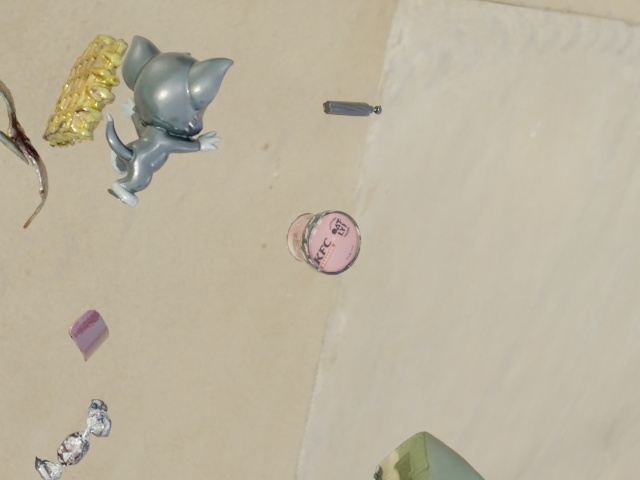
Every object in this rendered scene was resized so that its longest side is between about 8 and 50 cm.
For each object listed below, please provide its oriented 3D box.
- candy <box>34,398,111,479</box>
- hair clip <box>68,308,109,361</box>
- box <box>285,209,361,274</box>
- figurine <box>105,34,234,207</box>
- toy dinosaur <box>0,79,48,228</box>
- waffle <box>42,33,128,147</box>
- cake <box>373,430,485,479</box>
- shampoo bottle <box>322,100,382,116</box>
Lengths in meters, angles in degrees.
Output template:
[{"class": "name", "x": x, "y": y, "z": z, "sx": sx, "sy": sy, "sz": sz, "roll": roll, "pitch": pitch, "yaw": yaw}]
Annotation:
[{"class": "candy", "x": -0.559, "y": 0.461, "z": 1.599, "sx": 0.226, "sy": 0.094, "sz": 0.051, "roll": -49, "pitch": 172, "yaw": 3}, {"class": "hair clip", "x": -0.352, "y": 0.149, "z": 1.077, "sx": 0.054, "sy": 0.022, "sz": 0.137, "roll": -49, "pitch": 167, "yaw": -27}, {"class": "box", "x": 0.000, "y": 0.000, "z": 1.670, "sx": 0.151, "sy": 0.135, "sz": 0.151, "roll": -4, "pitch": 97, "yaw": -30}, {"class": "figurine", "x": -0.273, "y": -0.192, "z": 1.118, "sx": 0.265, "sy": 0.193, "sz": 0.140, "roll": -54, "pitch": 154, "yaw": -20}, {"class": "toy dinosaur", "x": -0.618, "y": -0.184, "z": 1.370, "sx": 0.113, "sy": 0.206, "sz": 0.327, "roll": -21, "pitch": 141, "yaw": -7}, {"class": "waffle", "x": -0.486, "y": -0.287, "z": 1.428, "sx": 0.065, "sy": 0.283, "sz": 0.309, "roll": 22, "pitch": 125, "yaw": -32}, {"class": "cake", "x": 0.162, "y": 0.480, "z": 1.284, "sx": 0.158, "sy": 0.172, "sz": 0.283, "roll": -51, "pitch": 163, "yaw": 24}, {"class": "shampoo bottle", "x": 0.069, "y": -0.276, "z": 1.470, "sx": 0.137, "sy": 0.048, "sz": 0.027, "roll": -4, "pitch": 128, "yaw": -32}]
